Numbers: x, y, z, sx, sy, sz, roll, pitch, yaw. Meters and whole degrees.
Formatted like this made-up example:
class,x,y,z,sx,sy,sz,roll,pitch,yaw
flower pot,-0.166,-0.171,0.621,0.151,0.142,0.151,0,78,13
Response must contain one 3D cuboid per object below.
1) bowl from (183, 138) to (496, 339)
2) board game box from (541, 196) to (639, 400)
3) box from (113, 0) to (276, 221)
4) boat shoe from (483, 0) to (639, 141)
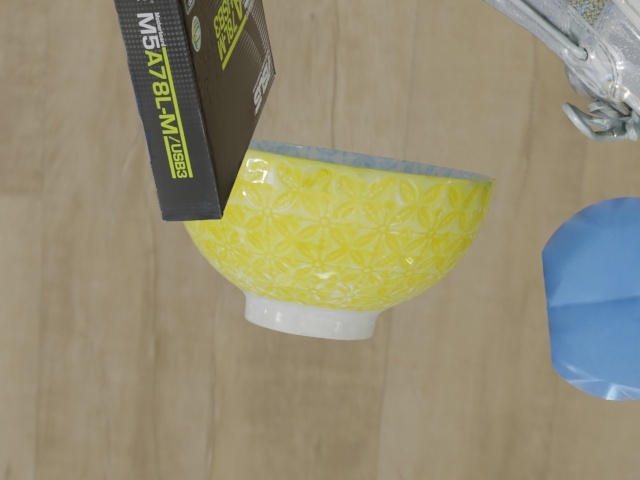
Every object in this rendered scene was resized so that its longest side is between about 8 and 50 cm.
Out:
class,x,y,z,sx,sy,sz,roll,pitch,yaw
bowl,0.000,0.000,1.485,0.289,0.289,0.156,9,95,-4
board game box,0.255,0.050,1.416,0.133,0.033,0.169,-11,78,31
box,-0.075,-0.137,1.030,0.045,0.191,0.184,-5,121,13
boat shoe,0.143,-0.125,0.927,0.320,0.118,0.103,48,120,29
